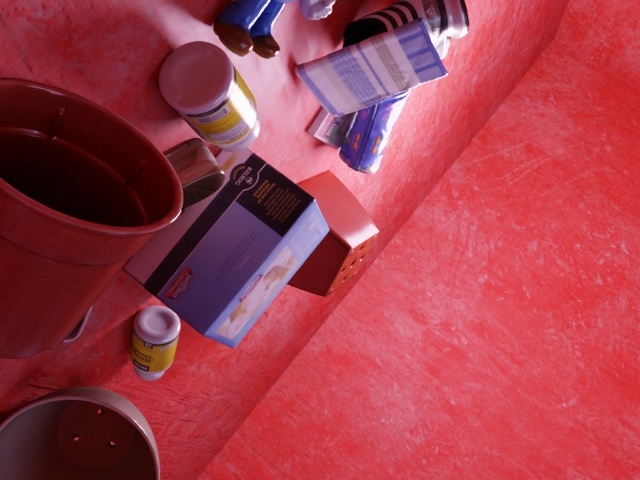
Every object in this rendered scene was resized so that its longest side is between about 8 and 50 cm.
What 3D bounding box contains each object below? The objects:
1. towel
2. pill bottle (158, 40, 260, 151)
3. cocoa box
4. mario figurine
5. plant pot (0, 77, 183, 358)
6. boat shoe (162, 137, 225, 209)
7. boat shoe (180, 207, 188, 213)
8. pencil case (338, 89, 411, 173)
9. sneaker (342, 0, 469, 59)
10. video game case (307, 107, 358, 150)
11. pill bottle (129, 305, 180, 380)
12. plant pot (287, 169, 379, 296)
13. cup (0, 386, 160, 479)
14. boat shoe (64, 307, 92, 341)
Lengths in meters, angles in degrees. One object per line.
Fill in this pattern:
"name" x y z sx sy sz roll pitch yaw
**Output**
"towel" 0.109 -0.360 1.416 0.285 0.034 0.209 -17 155 21
"pill bottle" -0.173 -0.227 1.105 0.119 0.119 0.208 -52 165 -4
"cocoa box" -0.181 0.015 1.397 0.347 0.228 0.231 -51 164 -7
"mario figurine" -0.026 -0.413 1.018 0.320 0.170 0.198 -53 -159 28
"plant pot" -0.354 -0.010 0.834 0.265 0.272 0.272 -52 166 26
"boat shoe" -0.309 -0.077 1.089 0.302 0.098 0.109 -28 165 -18
"boat shoe" -0.246 -0.109 1.273 0.045 0.050 0.135 -24 148 -50
"pencil case" 0.136 -0.307 1.717 0.133 0.119 0.306 -52 167 -41
"sneaker" 0.167 -0.483 1.552 0.257 0.169 0.447 -17 -174 2
"video game case" 0.075 -0.337 1.751 0.204 0.025 0.285 -56 164 9
"pill bottle" -0.383 0.241 1.534 0.103 0.103 0.184 -38 158 -43
"plant pot" 0.000 0.000 1.870 0.267 0.235 0.267 -30 152 -54
"cup" -0.483 0.436 1.371 0.331 0.331 0.237 -54 -171 2
"boat shoe" -0.403 0.082 1.071 0.096 0.088 0.267 -9 153 -34
